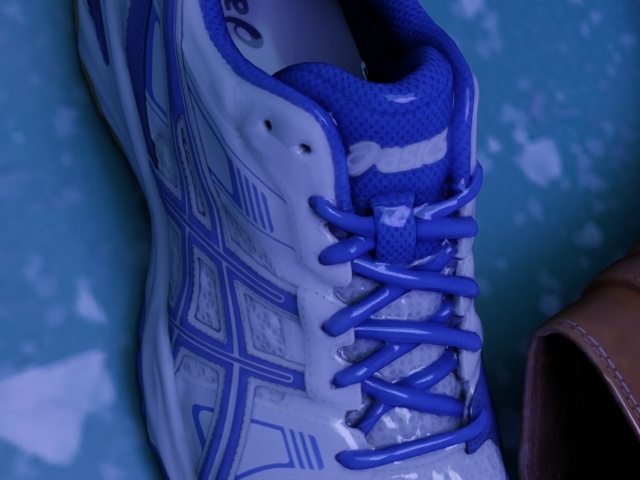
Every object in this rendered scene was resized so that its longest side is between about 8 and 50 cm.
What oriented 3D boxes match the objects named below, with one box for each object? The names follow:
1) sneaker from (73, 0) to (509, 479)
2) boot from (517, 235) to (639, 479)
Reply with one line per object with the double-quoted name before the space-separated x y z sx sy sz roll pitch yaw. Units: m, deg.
"sneaker" 0.000 0.000 0.517 0.111 0.131 0.297 -18 86 -27
"boot" 0.141 0.004 0.577 0.220 0.109 0.284 -15 97 -37
